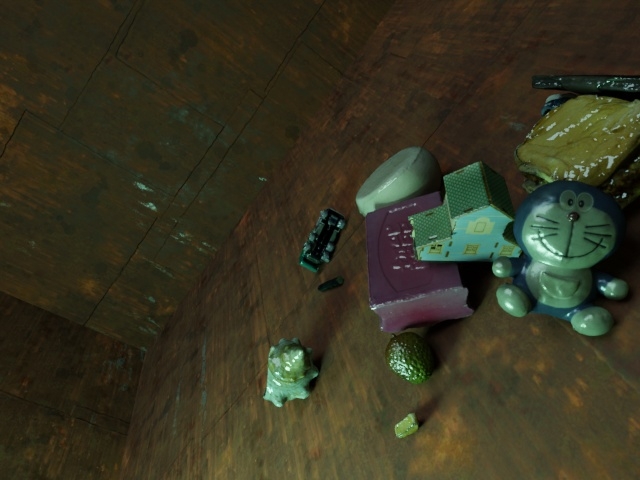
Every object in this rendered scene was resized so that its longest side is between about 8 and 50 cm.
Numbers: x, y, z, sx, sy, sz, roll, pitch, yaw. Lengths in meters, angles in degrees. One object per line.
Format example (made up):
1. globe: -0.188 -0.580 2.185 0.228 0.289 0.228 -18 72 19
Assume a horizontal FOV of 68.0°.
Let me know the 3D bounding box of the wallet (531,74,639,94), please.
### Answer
1. wallet: 0.621 -0.339 1.029 0.309 0.165 0.042 -143 47 -60

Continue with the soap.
1. soap: 0.246 0.049 1.244 0.232 0.128 0.360 -16 40 17

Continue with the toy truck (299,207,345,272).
1. toy truck: 0.000 0.000 1.900 0.254 0.114 0.124 -65 13 -14

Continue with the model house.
1. model house: 0.338 -0.066 1.059 0.206 0.270 0.178 88 -173 -53

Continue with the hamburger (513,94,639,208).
1. hamburger: 0.553 -0.173 0.979 0.259 0.144 0.283 -41 23 12

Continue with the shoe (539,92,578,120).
1. shoe: 0.597 -0.318 1.165 0.071 0.063 0.143 -55 21 5

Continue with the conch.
1. conch: -0.100 0.442 1.527 0.203 0.169 0.386 -49 -23 -40

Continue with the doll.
1. doll: 0.446 0.022 0.873 0.154 0.228 0.259 -33 -49 -60

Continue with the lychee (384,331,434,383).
1. lychee: 0.211 0.280 1.146 0.114 0.114 0.146 -53 43 13

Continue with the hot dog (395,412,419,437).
1. hot dog: 0.204 0.423 1.084 0.090 0.034 0.030 117 155 -44

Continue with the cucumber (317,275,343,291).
1. cucumber: 0.032 0.162 1.734 0.133 0.032 0.032 -30 36 49

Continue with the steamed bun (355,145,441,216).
1. steamed bun: 0.257 -0.152 1.477 0.283 0.177 0.283 -42 13 12
